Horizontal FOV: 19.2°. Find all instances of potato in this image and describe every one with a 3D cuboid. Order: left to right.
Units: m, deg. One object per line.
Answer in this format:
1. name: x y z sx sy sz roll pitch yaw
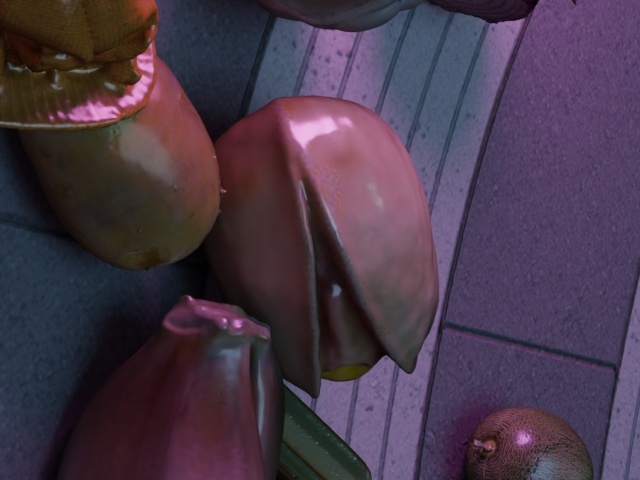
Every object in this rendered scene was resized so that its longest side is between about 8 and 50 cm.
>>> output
1. potato: -0.174 -0.082 1.683 0.150 0.146 0.234 -80 151 -53

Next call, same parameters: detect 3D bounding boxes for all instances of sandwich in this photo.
1. sandwich: -0.028 0.199 1.906 0.079 0.113 0.163 -48 129 -33

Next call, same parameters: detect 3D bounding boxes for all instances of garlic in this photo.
1. garlic: -0.100 0.251 1.726 0.231 0.246 0.340 29 42 -51

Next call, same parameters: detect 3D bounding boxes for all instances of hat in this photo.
1. hat: -0.192 -0.224 1.492 0.244 0.233 0.233 44 51 -7

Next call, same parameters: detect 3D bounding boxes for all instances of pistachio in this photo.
1. pistachio: 0.000 0.000 1.810 0.230 0.230 0.309 -35 120 -40

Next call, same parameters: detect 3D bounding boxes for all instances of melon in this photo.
1. melon: 0.241 0.264 2.212 0.192 0.139 0.139 29 74 -42

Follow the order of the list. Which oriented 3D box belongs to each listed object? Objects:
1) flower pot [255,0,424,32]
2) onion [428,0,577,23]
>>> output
1. flower pot: 0.018 -0.315 1.778 0.195 0.246 0.246 -66 143 -53
2. onion: 0.167 -0.337 2.006 0.207 0.200 0.201 9 89 -29
